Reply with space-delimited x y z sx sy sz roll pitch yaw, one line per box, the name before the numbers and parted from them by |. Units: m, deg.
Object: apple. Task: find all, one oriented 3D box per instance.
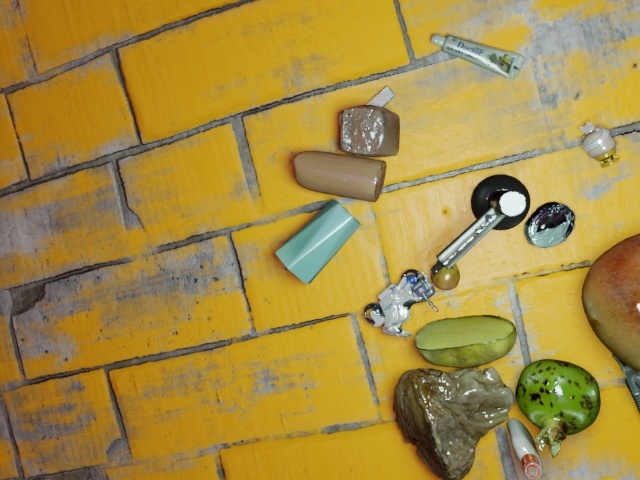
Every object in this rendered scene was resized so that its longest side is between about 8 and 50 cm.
apple | 0.351 0.097 1.465 0.083 0.084 0.071 13 117 12
apple | 0.817 0.153 1.252 0.338 0.305 0.339 -10 62 20

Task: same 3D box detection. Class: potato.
potato | 0.401 0.292 1.440 0.271 0.160 0.111 -11 106 12

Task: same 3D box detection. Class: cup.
cup | 0.000 0.000 1.513 0.236 0.134 0.148 -45 56 8

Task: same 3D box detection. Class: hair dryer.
hair dryer | 0.395 -0.054 1.346 0.284 0.320 0.156 -30 87 24

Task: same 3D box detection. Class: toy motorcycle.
toy motorcycle | 0.238 0.189 1.492 0.221 0.102 0.150 -44 72 12

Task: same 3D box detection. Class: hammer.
hammer | 0.832 0.407 1.359 0.041 0.159 0.227 -23 102 20

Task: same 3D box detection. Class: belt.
belt | 0.616 -0.041 1.409 0.140 0.058 0.105 -42 90 9

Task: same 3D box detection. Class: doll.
doll | 0.732 -0.260 1.366 0.084 0.073 0.127 -32 91 -20

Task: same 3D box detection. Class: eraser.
eraser | 0.173 -0.402 1.503 0.083 0.019 0.038 -39 85 12

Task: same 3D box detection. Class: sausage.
sausage | 0.054 -0.187 1.494 0.252 0.123 0.123 12 97 12

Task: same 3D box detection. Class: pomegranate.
pomegranate | 0.612 0.427 1.354 0.210 0.263 0.211 14 136 13

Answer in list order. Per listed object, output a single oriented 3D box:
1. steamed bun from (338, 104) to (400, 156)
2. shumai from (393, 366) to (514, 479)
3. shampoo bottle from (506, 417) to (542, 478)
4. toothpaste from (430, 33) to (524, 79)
steamed bun | 0.136 -0.306 1.466 0.174 0.106 0.145 4 104 10
shumai | 0.372 0.475 1.475 0.283 0.217 0.346 -31 98 -18
shampoo bottle | 0.544 0.555 1.383 0.051 0.221 0.108 -33 87 13
toothpaste | 0.425 -0.513 1.432 0.255 0.037 0.067 22 98 7
